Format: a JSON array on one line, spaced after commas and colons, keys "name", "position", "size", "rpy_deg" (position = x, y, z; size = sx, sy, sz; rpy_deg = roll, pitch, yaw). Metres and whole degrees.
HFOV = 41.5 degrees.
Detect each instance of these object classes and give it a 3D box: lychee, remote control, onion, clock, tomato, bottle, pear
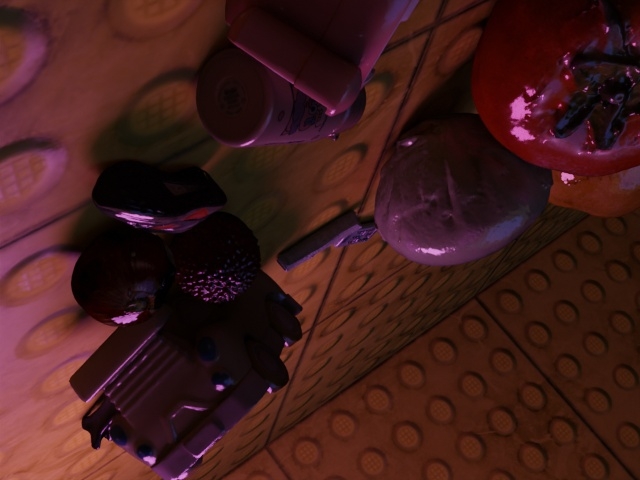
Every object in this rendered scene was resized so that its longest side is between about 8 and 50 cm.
[{"name": "lychee", "position": [-0.135, 0.023, 1.079], "size": [0.123, 0.123, 0.129], "rpy_deg": [-42, -162, 7]}, {"name": "remote control", "position": [0.069, -0.013, 1.573], "size": [0.053, 0.018, 0.124], "rpy_deg": [-48, 161, 26]}, {"name": "onion", "position": [-0.229, 0.042, 0.964], "size": [0.118, 0.119, 0.117], "rpy_deg": [-12, 120, -56]}, {"name": "clock", "position": [0.033, -0.247, 0.710], "size": [0.241, 0.142, 0.227], "rpy_deg": [-54, -176, 16]}, {"name": "tomato", "position": [0.368, -0.262, 1.151], "size": [0.341, 0.272, 0.341], "rpy_deg": [0, 133, 0]}, {"name": "bottle", "position": [-0.028, -0.157, 0.894], "size": [0.209, 0.097, 0.110], "rpy_deg": [-15, 123, -56]}, {"name": "pear", "position": [0.530, -0.200, 1.599], "size": [0.314, 0.314, 0.314], "rpy_deg": [-35, 162, -13]}]

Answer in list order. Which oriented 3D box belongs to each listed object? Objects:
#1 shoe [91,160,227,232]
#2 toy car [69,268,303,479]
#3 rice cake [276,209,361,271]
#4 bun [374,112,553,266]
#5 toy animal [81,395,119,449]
[{"name": "shoe", "position": [-0.183, -0.035, 0.919], "size": [0.077, 0.074, 0.194], "rpy_deg": [-42, 166, 24]}, {"name": "toy car", "position": [-0.185, 0.165, 1.239], "size": [0.242, 0.226, 0.336], "rpy_deg": [-45, -172, 16]}, {"name": "rice cake", "position": [0.001, 0.001, 1.439], "size": [0.171, 0.033, 0.029], "rpy_deg": [-31, 162, -24]}, {"name": "bun", "position": [0.206, -0.107, 1.324], "size": [0.293, 0.293, 0.187], "rpy_deg": [-38, 125, -5]}, {"name": "toy animal", "position": [-0.287, 0.294, 1.445], "size": [0.210, 0.117, 0.121], "rpy_deg": [-7, 137, -57]}]
